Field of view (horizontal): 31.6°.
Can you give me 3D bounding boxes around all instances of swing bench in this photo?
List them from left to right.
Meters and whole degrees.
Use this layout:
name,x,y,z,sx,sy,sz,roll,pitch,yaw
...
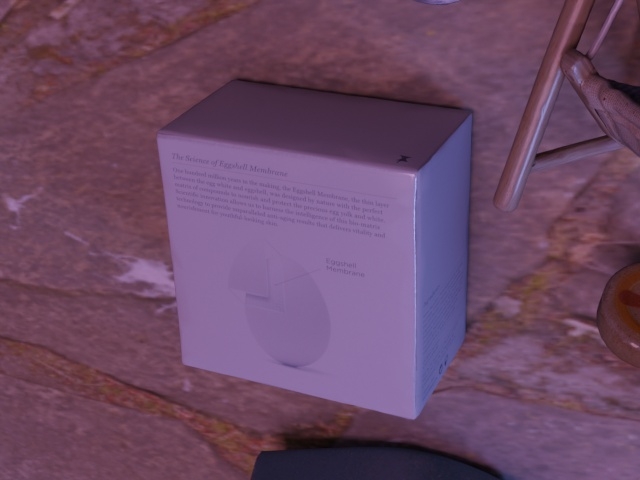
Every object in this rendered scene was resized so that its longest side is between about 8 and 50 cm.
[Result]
name,x,y,z,sx,sy,sz,roll,pitch,yaw
swing bench,0.240,-0.084,0.673,0.253,0.165,0.254,-127,27,-49

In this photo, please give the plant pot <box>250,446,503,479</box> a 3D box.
name,x,y,z,sx,sy,sz,roll,pitch,yaw
plant pot,0.075,0.338,1.048,0.252,0.248,0.247,-13,111,13

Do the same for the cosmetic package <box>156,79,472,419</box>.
name,x,y,z,sx,sy,sz,roll,pitch,yaw
cosmetic package,0.000,0.000,0.951,0.224,0.138,0.224,11,122,22

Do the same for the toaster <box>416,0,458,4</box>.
name,x,y,z,sx,sy,sz,roll,pitch,yaw
toaster,0.065,-0.270,0.774,0.227,0.129,0.146,37,129,1

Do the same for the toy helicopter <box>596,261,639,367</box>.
name,x,y,z,sx,sy,sz,roll,pitch,yaw
toy helicopter,0.354,0.137,0.814,0.355,0.235,0.140,46,160,23
